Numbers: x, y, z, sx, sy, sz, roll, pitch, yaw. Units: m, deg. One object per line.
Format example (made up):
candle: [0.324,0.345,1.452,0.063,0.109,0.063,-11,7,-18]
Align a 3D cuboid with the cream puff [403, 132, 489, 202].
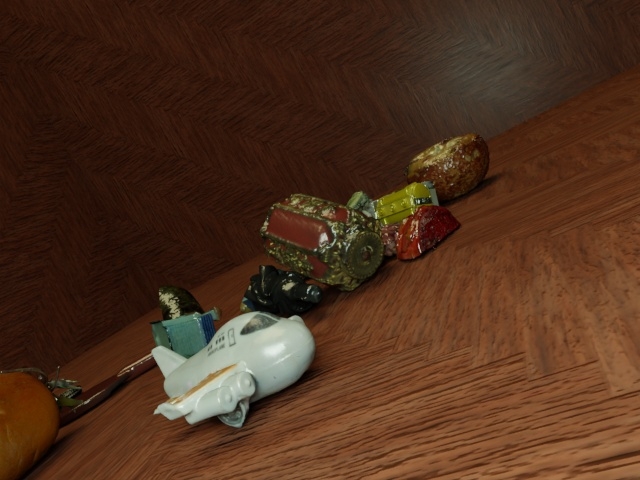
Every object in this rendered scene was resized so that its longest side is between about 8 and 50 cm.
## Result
cream puff: [0.352,-0.195,1.457,0.240,0.164,0.240,-27,20,11]

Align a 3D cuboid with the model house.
model house: [-0.281,0.209,1.168,0.149,0.119,0.148,-20,-1,-30]

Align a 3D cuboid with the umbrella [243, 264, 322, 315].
umbrella: [-0.068,0.101,1.054,0.118,0.118,0.340,-30,5,-19]

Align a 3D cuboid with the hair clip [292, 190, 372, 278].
hair clip: [0.040,0.008,1.371,0.138,0.091,0.321,-52,1,-42]

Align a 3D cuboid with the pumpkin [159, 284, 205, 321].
pumpkin: [-0.479,0.215,1.788,0.111,0.163,0.278,-29,6,5]

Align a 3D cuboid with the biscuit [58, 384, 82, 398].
biscuit: [-0.748,0.459,1.559,0.089,0.027,0.087,-26,4,12]

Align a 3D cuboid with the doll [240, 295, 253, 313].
doll: [-0.161,0.162,1.360,0.093,0.051,0.061,-4,-14,17]

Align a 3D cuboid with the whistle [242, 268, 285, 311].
whistle: [-0.118,0.116,1.290,0.158,0.090,0.090,-25,6,45]

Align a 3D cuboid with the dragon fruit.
dragon fruit: [0.187,-0.018,1.038,0.162,0.083,0.106,-36,6,-41]

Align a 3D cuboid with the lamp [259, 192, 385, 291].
lamp: [0.000,0.000,1.054,0.177,0.177,0.274,-31,30,-31]

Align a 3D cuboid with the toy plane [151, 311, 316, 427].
toy plane: [-0.115,0.158,0.682,0.245,0.117,0.244,-28,3,2]

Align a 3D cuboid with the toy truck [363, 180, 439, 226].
toy truck: [0.195,-0.079,1.296,0.114,0.098,0.227,-8,-6,-32]

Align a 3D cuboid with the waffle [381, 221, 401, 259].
waffle: [0.106,0.021,1.194,0.221,0.055,0.234,-25,5,28]

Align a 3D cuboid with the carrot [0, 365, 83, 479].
carrot: [-0.584,0.333,0.943,0.193,0.214,0.331,-1,5,6]

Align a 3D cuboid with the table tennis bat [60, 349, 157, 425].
table tennis bat: [-0.545,0.370,1.304,0.310,0.038,0.200,-30,6,-17]
